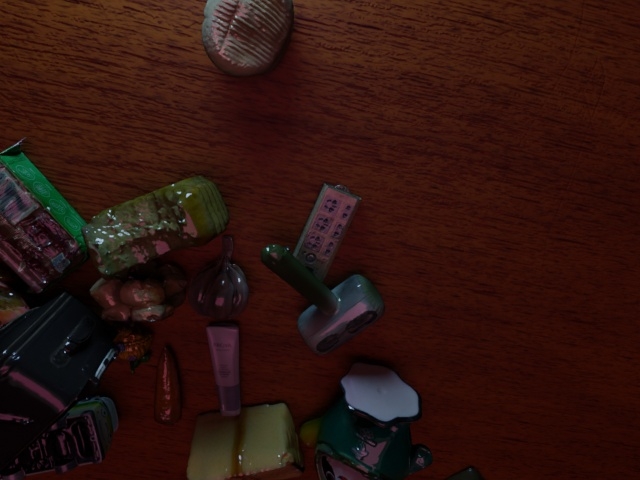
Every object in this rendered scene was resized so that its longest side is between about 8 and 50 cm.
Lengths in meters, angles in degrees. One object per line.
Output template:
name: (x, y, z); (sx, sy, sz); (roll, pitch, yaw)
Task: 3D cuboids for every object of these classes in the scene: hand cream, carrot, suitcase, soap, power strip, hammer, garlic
hand cream: (-0.233, 0.320, 1.079); (0.080, 0.048, 0.254); (-2, 109, 0)
carrot: (-0.384, 0.355, 1.081); (0.072, 0.072, 0.204); (1, 103, -3)
suitcase: (-0.595, 0.300, 0.816); (0.434, 0.283, 0.194); (-40, 108, 8)
soap: (-0.613, -0.041, 0.913); (0.218, 0.098, 0.273); (-34, 107, 9)
power strip: (0.000, 0.000, 0.983); (0.092, 0.034, 0.267); (22, 107, -10)
hammer: (-0.015, 0.109, 0.938); (0.207, 0.118, 0.335); (-38, 126, 9)
garlic: (-0.215, 0.088, 0.971); (0.131, 0.127, 0.193); (15, 88, -4)

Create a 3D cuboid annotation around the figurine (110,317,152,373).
figurine: (-0.454, 0.244, 1.011); (0.095, 0.115, 0.156); (0, 111, 9)

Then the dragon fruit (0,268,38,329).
dragon fruit: (-0.797, 0.156, 0.875); (0.314, 0.296, 0.263); (-41, 91, 0)

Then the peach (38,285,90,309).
peach: (-0.612, 0.246, 1.030); (0.189, 0.068, 0.278); (-1, 109, -4)

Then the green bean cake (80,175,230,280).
green bean cake: (-0.316, -0.035, 0.860); (0.236, 0.233, 0.124); (-20, 103, 4)

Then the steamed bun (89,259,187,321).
steamed bun: (-0.395, 0.100, 0.939); (0.193, 0.177, 0.106); (4, 100, 8)

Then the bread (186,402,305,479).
bread: (-0.179, 0.581, 1.105); (0.264, 0.198, 0.235); (-10, 117, 3)

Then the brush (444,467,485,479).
brush: (0.393, 0.750, 1.247); (0.197, 0.059, 0.123); (-36, 105, 10)

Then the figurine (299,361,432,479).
figurine: (0.108, 0.492, 1.074); (0.324, 0.231, 0.339); (23, 118, 16)

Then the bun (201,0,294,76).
bun: (-0.135, -0.398, 0.808); (0.164, 0.111, 0.188); (19, 105, -26)

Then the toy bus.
toy bus: (-0.643, 0.471, 1.056); (0.277, 0.164, 0.133); (-11, 95, 1)
